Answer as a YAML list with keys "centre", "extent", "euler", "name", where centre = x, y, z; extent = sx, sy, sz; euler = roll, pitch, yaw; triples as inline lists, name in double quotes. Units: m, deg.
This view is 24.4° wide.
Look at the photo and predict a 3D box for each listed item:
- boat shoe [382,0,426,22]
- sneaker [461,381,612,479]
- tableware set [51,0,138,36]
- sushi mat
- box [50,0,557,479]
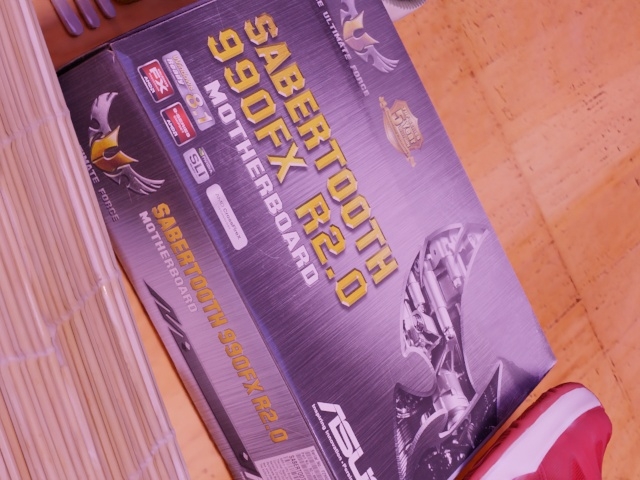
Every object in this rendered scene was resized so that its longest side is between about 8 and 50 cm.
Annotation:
- centre: [-0.020, -0.257, 0.698]
  extent: [0.340, 0.113, 0.127]
  euler: [53, 42, -19]
  name: "boat shoe"
- centre: [0.102, 0.155, 0.638]
  extent: [0.128, 0.087, 0.221]
  euler: [41, 39, 12]
  name: "sneaker"
- centre: [-0.106, -0.168, 0.632]
  extent: [0.104, 0.024, 0.154]
  euler: [-40, 104, -49]
  name: "tableware set"
- centre: [-0.119, -0.032, 0.501]
  extent: [0.151, 0.019, 0.316]
  euler: [-33, 107, -74]
  name: "sushi mat"
- centre: [0.000, 0.000, 0.653]
  extent: [0.183, 0.056, 0.231]
  euler: [-34, 100, -50]
  name: "box"
